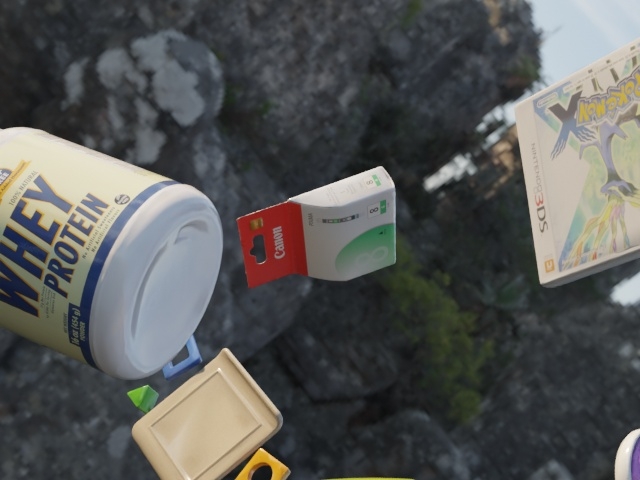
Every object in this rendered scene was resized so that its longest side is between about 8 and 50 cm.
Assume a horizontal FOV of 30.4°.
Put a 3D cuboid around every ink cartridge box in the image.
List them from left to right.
[{"bbox_3d":[0.000,0.000,1.712,0.181,0.225,0.056,85,-20,-53],"label":"ink cartridge box"}]

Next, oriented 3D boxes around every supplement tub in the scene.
[{"bbox_3d":[-0.305,0.004,1.386,0.325,0.235,0.235,20,-7,19],"label":"supplement tub"}]

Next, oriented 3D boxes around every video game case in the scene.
[{"bbox_3d":[0.419,-0.116,1.699,0.036,0.329,0.300,6,70,-34],"label":"video game case"}]

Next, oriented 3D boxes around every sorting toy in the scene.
[{"bbox_3d":[-0.161,0.278,1.717,0.348,0.196,0.047,45,-5,43],"label":"sorting toy"}]

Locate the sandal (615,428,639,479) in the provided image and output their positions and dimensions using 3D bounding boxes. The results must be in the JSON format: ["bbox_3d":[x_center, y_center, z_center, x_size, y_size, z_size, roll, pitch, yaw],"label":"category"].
[{"bbox_3d":[0.476,0.387,1.391,0.416,0.102,0.169,59,37,-15],"label":"sandal"}]

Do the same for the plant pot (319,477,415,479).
[{"bbox_3d":[0.078,0.545,2.168,0.207,0.227,0.228,35,53,-81],"label":"plant pot"}]
